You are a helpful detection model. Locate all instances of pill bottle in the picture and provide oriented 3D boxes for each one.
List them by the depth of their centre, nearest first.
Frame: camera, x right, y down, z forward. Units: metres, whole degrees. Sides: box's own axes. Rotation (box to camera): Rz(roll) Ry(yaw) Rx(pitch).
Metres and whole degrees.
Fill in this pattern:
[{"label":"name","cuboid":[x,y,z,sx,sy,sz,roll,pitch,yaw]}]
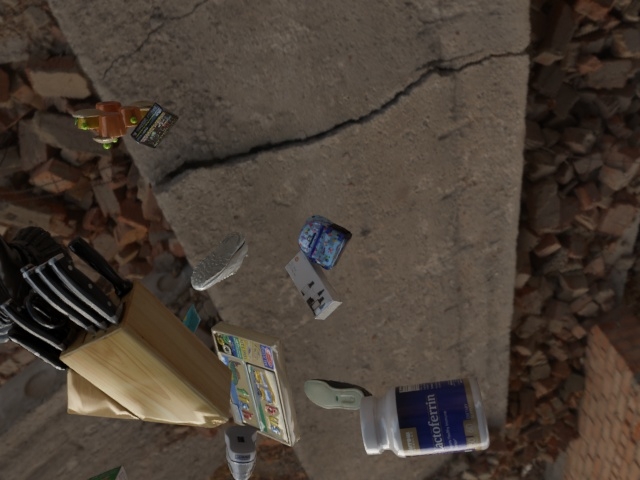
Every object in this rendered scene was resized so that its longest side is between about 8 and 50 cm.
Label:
[{"label":"pill bottle","cuboid":[0.227,0.396,1.192,0.264,0.153,0.153,-10,129,10]}]

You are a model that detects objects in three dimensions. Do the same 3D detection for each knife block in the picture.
[{"label":"knife block","cuboid":[-0.229,0.113,0.660,0.275,0.088,0.242,11,126,-13]}]

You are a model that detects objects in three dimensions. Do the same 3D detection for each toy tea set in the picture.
[{"label":"toy tea set","cuboid":[-0.612,-0.335,1.603,0.199,0.336,0.124,1,113,4]}]

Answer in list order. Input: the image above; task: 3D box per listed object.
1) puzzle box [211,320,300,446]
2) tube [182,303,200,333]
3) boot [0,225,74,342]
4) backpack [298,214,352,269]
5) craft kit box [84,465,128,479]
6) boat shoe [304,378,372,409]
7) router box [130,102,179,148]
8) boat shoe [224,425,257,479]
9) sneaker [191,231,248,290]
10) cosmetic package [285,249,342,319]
[{"label":"puzzle box","cuboid":[-0.216,0.482,1.803,0.272,0.052,0.409,7,117,35]},{"label":"tube","cuboid":[-0.446,0.312,1.759,0.052,0.207,0.080,7,135,15]},{"label":"boot","cuboid":[-0.682,0.016,1.162,0.131,0.260,0.348,1,119,8]},{"label":"backpack","cuboid":[0.000,0.000,1.863,0.173,0.117,0.158,32,108,10]},{"label":"craft kit box","cuboid":[-0.514,0.546,1.033,0.249,0.246,0.061,-19,93,-13]},{"label":"boat shoe","cuboid":[0.052,0.485,1.703,0.233,0.084,0.079,0,-179,35]},{"label":"router box","cuboid":[-0.473,-0.326,1.536,0.038,0.092,0.122,41,97,10]},{"label":"boat shoe","cuboid":[-0.220,0.572,1.458,0.095,0.258,0.084,4,87,-4]},{"label":"sneaker","cuboid":[-0.292,0.078,1.614,0.090,0.235,0.095,18,138,27]},{"label":"cosmetic package","cuboid":[-0.028,0.152,1.882,0.099,0.239,0.060,-45,147,18]}]
